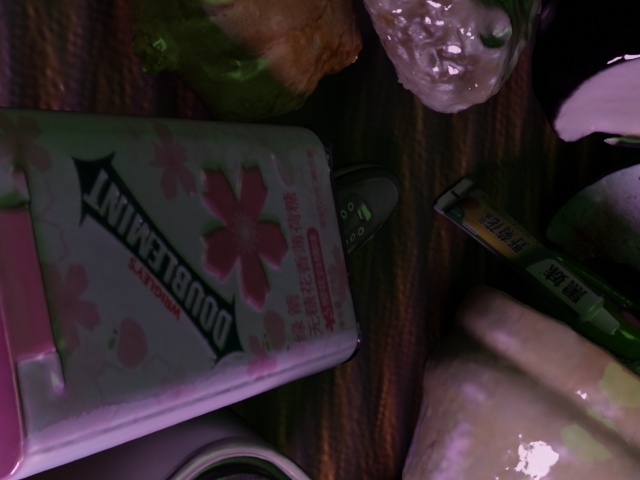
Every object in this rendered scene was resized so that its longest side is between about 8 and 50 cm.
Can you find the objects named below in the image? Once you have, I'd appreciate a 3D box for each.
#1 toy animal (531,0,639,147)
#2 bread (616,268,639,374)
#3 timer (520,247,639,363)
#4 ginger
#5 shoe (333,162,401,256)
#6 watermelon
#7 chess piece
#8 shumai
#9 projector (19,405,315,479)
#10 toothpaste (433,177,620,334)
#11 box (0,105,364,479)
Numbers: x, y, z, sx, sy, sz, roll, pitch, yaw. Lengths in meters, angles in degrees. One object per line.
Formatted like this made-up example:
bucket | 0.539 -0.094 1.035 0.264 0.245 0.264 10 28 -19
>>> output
toy animal | 0.278 -0.223 0.953 0.212 0.212 0.267 21 53 -33
bread | 0.404 0.102 1.164 0.337 0.102 0.183 -15 105 -26
timer | 0.257 0.063 1.035 0.140 0.128 0.047 33 108 5
ginger | -0.069 -0.265 0.746 0.236 0.166 0.375 -34 137 -20
shoe | 0.001 -0.001 0.907 0.194 0.077 0.074 -31 114 -22
watermelon | 0.405 0.007 1.057 0.289 0.319 0.214 5 79 -59
chess piece | 0.128 0.283 0.970 0.234 0.234 0.442 34 85 -32
shumai | 0.132 -0.242 0.808 0.225 0.222 0.261 34 47 -67
projector | -0.118 0.250 0.789 0.248 0.249 0.248 -49 120 -13
toothpaste | 0.190 0.016 0.974 0.049 0.204 0.031 -38 155 -18
box | -0.105 0.018 0.671 0.369 0.112 0.190 -5 86 -63
